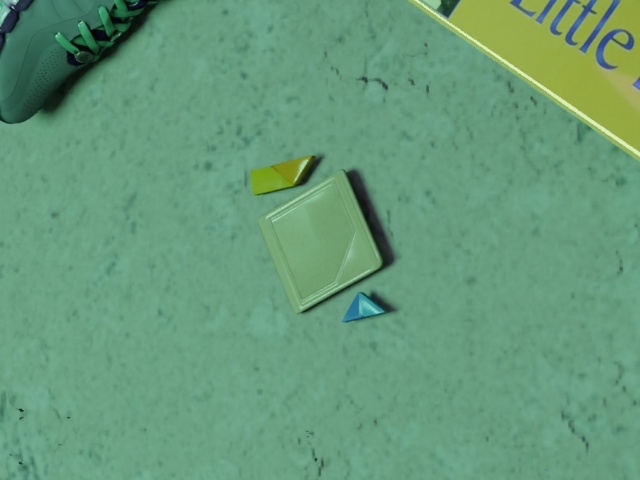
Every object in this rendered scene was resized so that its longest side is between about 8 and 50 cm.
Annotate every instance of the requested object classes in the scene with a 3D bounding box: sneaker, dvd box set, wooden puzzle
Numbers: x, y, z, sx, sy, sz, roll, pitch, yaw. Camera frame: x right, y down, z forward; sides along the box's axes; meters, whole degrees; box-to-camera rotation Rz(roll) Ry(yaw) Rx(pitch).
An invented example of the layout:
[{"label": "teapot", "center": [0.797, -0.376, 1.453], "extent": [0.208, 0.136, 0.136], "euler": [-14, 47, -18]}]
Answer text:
[{"label": "sneaker", "center": [-0.138, -0.161, 1.133], "extent": [0.098, 0.083, 0.223], "euler": [34, 100, 22]}, {"label": "dvd box set", "center": [0.219, -0.024, 0.796], "extent": [0.420, 0.308, 0.062], "euler": [39, 101, 27]}, {"label": "wooden puzzle", "center": [0.000, 0.000, 1.079], "extent": [0.079, 0.014, 0.116], "euler": [-24, 74, 29]}]
